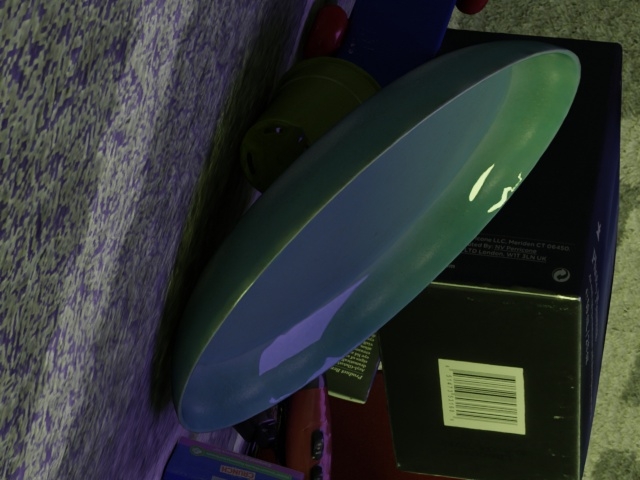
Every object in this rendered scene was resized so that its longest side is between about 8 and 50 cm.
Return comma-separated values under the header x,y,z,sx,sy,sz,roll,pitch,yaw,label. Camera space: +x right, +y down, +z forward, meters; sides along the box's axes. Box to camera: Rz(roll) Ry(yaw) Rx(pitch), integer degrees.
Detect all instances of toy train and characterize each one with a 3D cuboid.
x,y,z,sx,sy,sz,roll,pitch,yaw,label
0.056,-0.174,1.252,0.143,0.105,0.248,124,-12,-62,toy train

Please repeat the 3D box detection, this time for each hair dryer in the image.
x,y,z,sx,sy,sz,roll,pitch,yaw,label
-0.020,0.186,1.291,0.223,0.080,0.293,101,-32,-58,hair dryer

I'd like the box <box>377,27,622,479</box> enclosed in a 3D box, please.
x,y,z,sx,sy,sz,roll,pitch,yaw,label
0.168,0.017,1.590,0.296,0.183,0.294,81,19,-50,box

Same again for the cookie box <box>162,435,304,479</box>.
x,y,z,sx,sy,sz,roll,pitch,yaw,label
-0.068,0.197,1.230,0.040,0.092,0.107,-70,177,-55,cookie box

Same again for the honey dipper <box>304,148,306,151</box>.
x,y,z,sx,sy,sz,roll,pitch,yaw,label
-0.010,-0.069,1.294,0.030,0.030,0.160,104,2,-51,honey dipper

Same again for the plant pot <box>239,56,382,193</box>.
x,y,z,sx,sy,sz,roll,pitch,yaw,label
-0.008,-0.058,1.047,0.079,0.083,0.083,-41,151,-59,plant pot

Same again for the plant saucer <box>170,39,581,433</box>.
x,y,z,sx,sy,sz,roll,pitch,yaw,label
0.026,-0.009,1.057,0.317,0.043,0.317,-39,165,-13,plant saucer

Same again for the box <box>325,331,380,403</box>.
x,y,z,sx,sy,sz,roll,pitch,yaw,label
0.032,0.029,1.749,0.153,0.108,0.207,-68,174,-50,box

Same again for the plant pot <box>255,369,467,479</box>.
x,y,z,sx,sy,sz,roll,pitch,yaw,label
0.033,0.298,1.974,0.267,0.236,0.267,104,0,-45,plant pot
